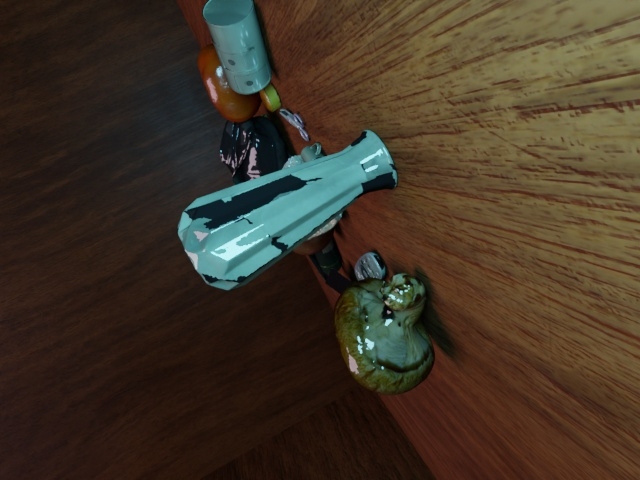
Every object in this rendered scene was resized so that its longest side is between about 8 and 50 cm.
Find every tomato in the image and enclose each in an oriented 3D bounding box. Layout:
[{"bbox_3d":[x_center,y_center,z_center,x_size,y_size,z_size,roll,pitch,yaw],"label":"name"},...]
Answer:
[{"bbox_3d":[-0.289,-0.520,1.455,0.260,0.180,0.260,155,90,-83],"label":"tomato"}]

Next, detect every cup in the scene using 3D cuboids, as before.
[{"bbox_3d":[-0.020,-0.220,1.179,0.083,0.054,0.075,58,173,49],"label":"cup"}]

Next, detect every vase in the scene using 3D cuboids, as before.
[{"bbox_3d":[-0.052,-0.058,0.761,0.165,0.360,0.165,60,174,11],"label":"vase"}]

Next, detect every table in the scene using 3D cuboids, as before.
[{"bbox_3d":[-0.207,-0.502,1.153,0.126,0.126,0.220,59,171,26],"label":"table"}]

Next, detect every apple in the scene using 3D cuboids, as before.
[{"bbox_3d":[-0.046,-0.043,1.522,0.188,0.188,0.174,62,178,2],"label":"apple"}]

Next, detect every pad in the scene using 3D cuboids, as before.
[{"bbox_3d":[0.095,0.184,1.733,0.163,0.004,0.243,36,162,6],"label":"pad"}]

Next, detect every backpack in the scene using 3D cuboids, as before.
[{"bbox_3d":[-0.225,-0.264,1.680,0.363,0.254,0.446,41,147,51],"label":"backpack"}]

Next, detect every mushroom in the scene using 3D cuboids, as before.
[{"bbox_3d":[0.158,0.202,0.983,0.254,0.267,0.267,-12,108,55],"label":"mushroom"}]

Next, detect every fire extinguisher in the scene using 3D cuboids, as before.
[{"bbox_3d":[0.000,0.000,1.733,0.093,0.118,0.294,14,142,36],"label":"fire extinguisher"}]

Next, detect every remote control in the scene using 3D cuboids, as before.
[{"bbox_3d":[0.140,0.088,1.256,0.097,0.045,0.256,60,170,9],"label":"remote control"}]

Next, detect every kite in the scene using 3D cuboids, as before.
[{"bbox_3d":[-0.016,0.046,1.883,0.314,0.011,0.335,-12,-98,-75],"label":"kite"}]

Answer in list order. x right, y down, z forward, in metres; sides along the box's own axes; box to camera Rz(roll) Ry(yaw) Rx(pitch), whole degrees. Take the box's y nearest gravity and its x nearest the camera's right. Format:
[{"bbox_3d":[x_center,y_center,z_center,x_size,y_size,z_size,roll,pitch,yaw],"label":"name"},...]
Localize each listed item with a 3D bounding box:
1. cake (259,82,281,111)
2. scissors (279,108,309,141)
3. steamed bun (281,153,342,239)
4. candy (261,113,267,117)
[{"bbox_3d":[-0.155,-0.436,1.367,0.084,0.044,0.084,58,172,14],"label":"cake"},{"bbox_3d":[-0.078,-0.340,1.265,0.176,0.022,0.085,50,170,46],"label":"scissors"},{"bbox_3d":[-0.043,-0.109,1.316,0.225,0.170,0.200,59,168,15],"label":"steamed bun"},{"bbox_3d":[-0.206,-0.463,1.761,0.023,0.025,0.083,11,152,38],"label":"candy"}]
